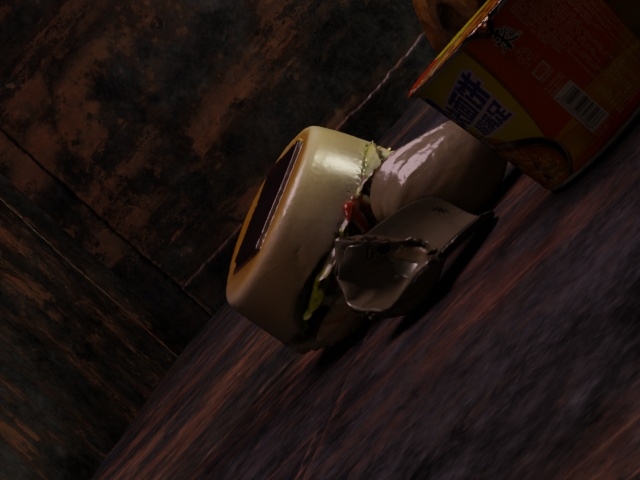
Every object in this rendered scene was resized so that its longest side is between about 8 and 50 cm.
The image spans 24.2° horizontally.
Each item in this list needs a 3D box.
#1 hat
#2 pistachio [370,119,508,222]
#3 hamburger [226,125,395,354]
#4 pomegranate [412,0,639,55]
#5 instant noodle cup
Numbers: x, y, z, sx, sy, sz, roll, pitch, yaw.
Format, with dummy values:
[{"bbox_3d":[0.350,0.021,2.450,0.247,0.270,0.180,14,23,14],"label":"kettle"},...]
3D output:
[{"bbox_3d":[0.116,0.022,1.614,0.175,0.085,0.147,-28,27,-28],"label":"hat"},{"bbox_3d":[0.144,-0.076,1.730,0.185,0.124,0.124,-47,4,-1],"label":"pistachio"},{"bbox_3d":[0.000,0.000,1.887,0.302,0.170,0.302,-60,13,23],"label":"hamburger"},{"bbox_3d":[0.242,-0.311,1.657,0.322,0.322,0.322,-48,4,5],"label":"pomegranate"},{"bbox_3d":[0.216,-0.161,1.440,0.213,0.174,0.213,-48,3,3],"label":"instant noodle cup"}]
